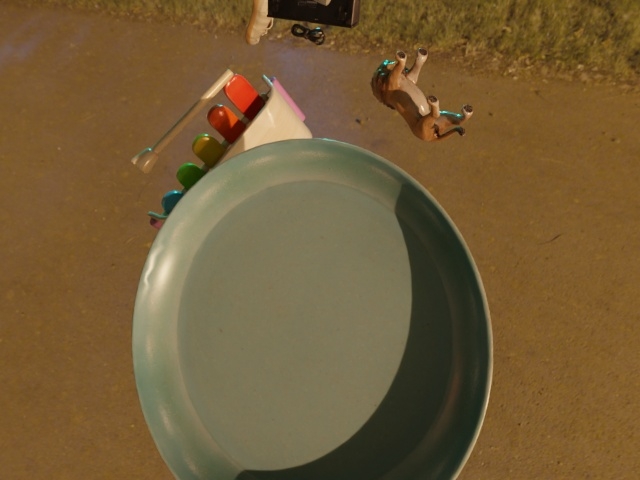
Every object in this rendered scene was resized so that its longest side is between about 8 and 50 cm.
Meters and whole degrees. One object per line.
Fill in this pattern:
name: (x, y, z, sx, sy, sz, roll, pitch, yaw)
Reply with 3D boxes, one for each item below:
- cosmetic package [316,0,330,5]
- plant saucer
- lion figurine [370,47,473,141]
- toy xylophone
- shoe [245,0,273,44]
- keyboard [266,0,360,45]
cosmetic package: (0.023, -0.310, 0.118, 0.155, 0.366, 0.197, 23, 14, -11)
plant saucer: (-0.027, 0.075, 0.337, 0.317, 0.043, 0.318, -4, 81, 24)
lion figurine: (0.286, -0.417, 1.228, 0.142, 0.240, 0.392, -20, 74, -17)
toy xylophone: (-0.150, -0.132, 0.648, 0.323, 0.236, 0.081, -45, 47, -8)
shoe: (-0.141, -0.536, 0.977, 0.058, 0.219, 0.077, 18, 83, -15)
keyboard: (-0.014, -0.359, 0.611, 0.180, 0.108, 0.023, 28, 37, 33)
